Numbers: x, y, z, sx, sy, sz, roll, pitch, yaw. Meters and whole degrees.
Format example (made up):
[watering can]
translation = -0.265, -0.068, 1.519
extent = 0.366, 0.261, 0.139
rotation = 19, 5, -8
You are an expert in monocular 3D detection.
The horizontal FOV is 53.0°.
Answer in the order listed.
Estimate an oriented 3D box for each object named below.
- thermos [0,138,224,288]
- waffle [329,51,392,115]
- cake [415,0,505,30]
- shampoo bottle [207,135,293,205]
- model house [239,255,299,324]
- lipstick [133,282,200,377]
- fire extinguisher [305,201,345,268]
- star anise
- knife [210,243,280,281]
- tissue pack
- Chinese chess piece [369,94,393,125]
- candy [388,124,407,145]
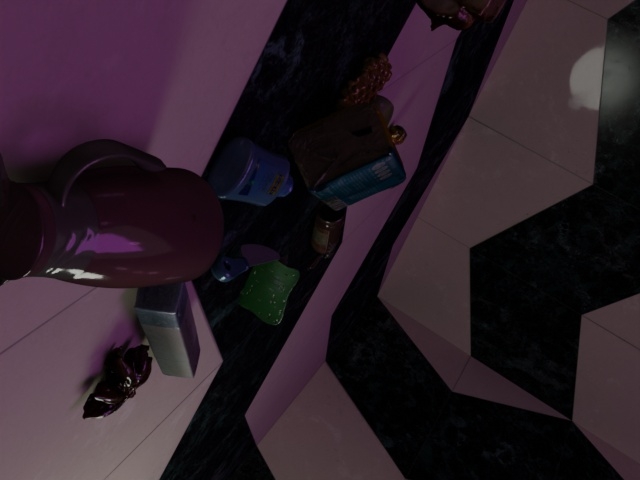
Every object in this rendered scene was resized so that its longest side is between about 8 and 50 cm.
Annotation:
[thermos]
translation = -0.227, -0.025, 0.689
extent = 0.176, 0.146, 0.265
rotation = -54, 162, 14
[waffle]
translation = 0.087, -0.316, 1.371
extent = 0.192, 0.046, 0.160
rotation = -58, 167, 5
[cake]
translation = 0.308, -0.554, 1.296
extent = 0.293, 0.196, 0.198
rotation = -64, 168, 19
[shampoo bottle]
translation = -0.106, -0.110, 1.102
extent = 0.104, 0.061, 0.258
rotation = -58, 167, 7
[model house]
translation = -0.104, 0.096, 1.483
extent = 0.088, 0.117, 0.167
rotation = -43, 158, -59
[lipstick]
translation = -0.257, 0.156, 1.109
extent = 0.317, 0.068, 0.066
rotation = 100, -2, -60
[fire extinguisher]
translation = -0.001, -0.007, 1.736
extent = 0.106, 0.075, 0.252
rotation = -22, 154, -20
[star anise]
translation = -0.336, 0.241, 1.080
extent = 0.168, 0.057, 0.168
rotation = -53, 165, -21
[knife]
translation = -0.148, 0.035, 1.304
extent = 0.032, 0.058, 0.244
rotation = -36, 175, 24
[tissue pack]
translation = 0.062, -0.167, 1.323
extent = 0.192, 0.134, 0.271
rotation = -25, 170, 8
[Chinese chess piece]
translation = 0.117, -0.281, 1.542
extent = 0.144, 0.058, 0.144
rotation = -51, 166, -18
[candy]
translation = 0.191, -0.258, 1.908
extent = 0.060, 0.060, 0.201
rotation = -40, 165, -54
